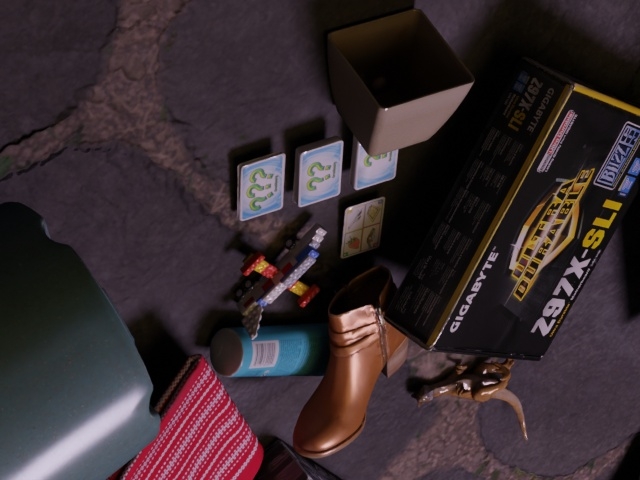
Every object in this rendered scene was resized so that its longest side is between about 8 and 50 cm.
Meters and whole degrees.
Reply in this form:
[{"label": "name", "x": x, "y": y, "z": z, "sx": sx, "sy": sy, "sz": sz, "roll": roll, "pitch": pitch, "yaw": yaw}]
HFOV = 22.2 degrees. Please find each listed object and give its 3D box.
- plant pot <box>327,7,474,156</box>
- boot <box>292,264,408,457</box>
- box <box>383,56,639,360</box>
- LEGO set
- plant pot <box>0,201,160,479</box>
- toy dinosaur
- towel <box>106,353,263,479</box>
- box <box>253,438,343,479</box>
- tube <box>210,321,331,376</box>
[{"label": "plant pot", "x": 0.070, "y": -0.146, "z": 1.605, "sx": 0.109, "sy": 0.109, "sz": 0.096, "roll": -19, "pitch": 147, "yaw": -24}, {"label": "boot", "x": 0.025, "y": 0.129, "z": 1.782, "sx": 0.197, "sy": 0.073, "sz": 0.152, "roll": -52, "pitch": 151, "yaw": -28}, {"label": "box", "x": 0.234, "y": -0.024, "z": 1.796, "sx": 0.257, "sy": 0.079, "sz": 0.322, "roll": 10, "pitch": 112, "yaw": -56}, {"label": "LEGO set", "x": 0.000, "y": 0.000, "z": 1.707, "sx": 0.182, "sy": 0.060, "sz": 0.244, "roll": -17, "pitch": 138, "yaw": -22}, {"label": "plant pot", "x": -0.341, "y": 0.154, "z": 1.399, "sx": 0.334, "sy": 0.341, "sz": 0.341, "roll": -32, "pitch": 139, "yaw": -23}, {"label": "toy dinosaur", "x": 0.205, "y": 0.182, "z": 2.039, "sx": 0.211, "sy": 0.064, "sz": 0.112, "roll": 13, "pitch": 134, "yaw": -34}, {"label": "towel", "x": -0.145, "y": 0.255, "z": 1.755, "sx": 0.199, "sy": 0.031, "sz": 0.275, "roll": -57, "pitch": 155, "yaw": -18}, {"label": "box", "x": -0.042, "y": 0.398, "z": 2.010, "sx": 0.242, "sy": 0.076, "sz": 0.307, "roll": -45, "pitch": 139, "yaw": 4}, {"label": "tube", "x": -0.029, "y": 0.121, "z": 1.803, "sx": 0.207, "sy": 0.052, "sz": 0.080, "roll": 3, "pitch": 125, "yaw": -47}]
